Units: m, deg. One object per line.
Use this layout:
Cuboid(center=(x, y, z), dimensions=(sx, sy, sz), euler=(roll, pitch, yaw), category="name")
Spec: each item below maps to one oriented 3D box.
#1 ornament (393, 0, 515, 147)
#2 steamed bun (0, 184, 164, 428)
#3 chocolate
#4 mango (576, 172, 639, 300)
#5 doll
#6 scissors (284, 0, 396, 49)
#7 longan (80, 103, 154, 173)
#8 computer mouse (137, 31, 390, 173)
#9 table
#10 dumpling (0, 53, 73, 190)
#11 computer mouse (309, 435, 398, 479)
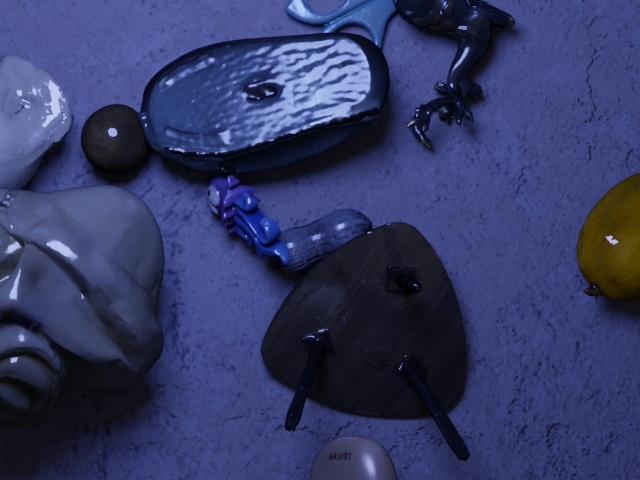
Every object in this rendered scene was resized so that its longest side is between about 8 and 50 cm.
Cuboid(center=(0.167, -0.269, 1.624), dimensions=(0.202, 0.080, 0.236), euler=(20, 92, -13), category="ornament")
Cuboid(center=(-0.399, 0.108, 1.459), dimensions=(0.367, 0.255, 0.343), euler=(1, 124, -6), category="steamed bun")
Cuboid(center=(0.000, 0.000, 1.625), dimensions=(0.167, 0.072, 0.072), euler=(-19, 91, -2), category="chocolate")
Cuboid(center=(0.514, -0.021, 1.644), dimensions=(0.316, 0.119, 0.176), euler=(-34, 89, -12), category="mango")
Cuboid(center=(-0.110, -0.034, 1.589), dimensions=(0.067, 0.110, 0.206), euler=(-28, 53, -27), category="doll")
Cuboid(center=(0.124, -0.393, 1.661), dimensions=(0.360, 0.029, 0.191), euler=(-28, 95, -6), category="scissors")
Cuboid(center=(-0.299, -0.151, 1.598), dimensions=(0.119, 0.106, 0.106), euler=(-3, 89, -43), category="longan")
Cuboid(center=(-0.080, -0.205, 1.595), dimensions=(0.373, 0.114, 0.203), euler=(-8, 80, 6), category="computer mouse")
Cuboid(center=(0.102, 0.177, 1.513), dimensions=(0.317, 0.249, 0.317), euler=(-1, 104, -3), category="table")
Cuboid(center=(-0.548, -0.147, 1.542), dimensions=(0.341, 0.181, 0.260), euler=(-40, 83, 18), category="dumpling")
Cuboid(center=(0.053, 0.411, 1.595), dimensions=(0.145, 0.082, 0.237), euler=(-6, 87, 31), category="computer mouse")
